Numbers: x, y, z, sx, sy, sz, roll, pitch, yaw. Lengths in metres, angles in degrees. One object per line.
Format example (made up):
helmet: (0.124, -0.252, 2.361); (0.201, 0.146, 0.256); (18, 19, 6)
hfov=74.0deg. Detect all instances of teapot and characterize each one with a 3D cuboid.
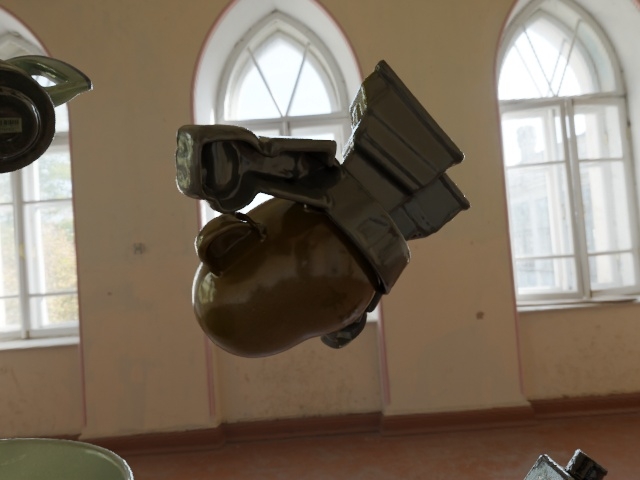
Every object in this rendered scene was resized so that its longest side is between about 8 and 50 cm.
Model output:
teapot: (-0.333, -0.151, 0.426); (0.108, 0.149, 0.111); (35, -7, 20)

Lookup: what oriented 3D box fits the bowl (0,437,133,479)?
bowl: (-0.284, 0.261, 0.299); (0.276, 0.146, 0.277); (1, -2, 0)

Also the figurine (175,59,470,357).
figurine: (0.000, 0.000, 0.427); (0.285, 0.343, 0.167); (-44, 29, -7)

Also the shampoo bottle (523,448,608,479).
shampoo bottle: (0.294, 0.393, 0.568); (0.080, 0.246, 0.079); (37, -2, 0)
